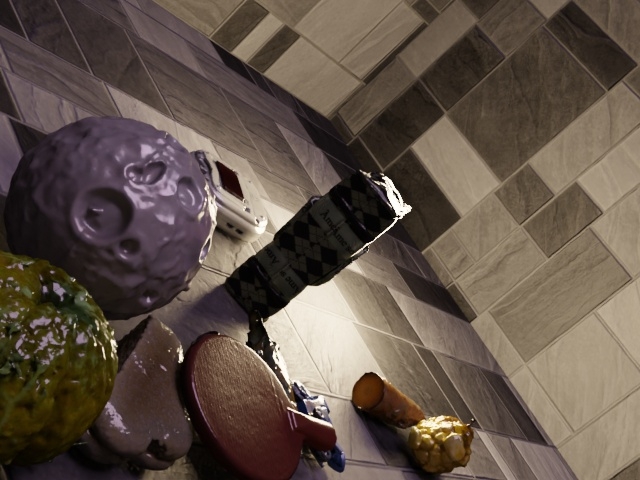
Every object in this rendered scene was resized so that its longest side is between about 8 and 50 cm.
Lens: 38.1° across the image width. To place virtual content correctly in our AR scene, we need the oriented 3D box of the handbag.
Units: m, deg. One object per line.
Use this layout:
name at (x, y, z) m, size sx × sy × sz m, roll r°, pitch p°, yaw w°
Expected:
handbag at (0.000, 0.000, 2.184) m, size 0.180 × 0.416 × 0.317 m, roll 52°, pitch 13°, yaw 1°

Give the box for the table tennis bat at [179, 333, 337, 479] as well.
table tennis bat at (-0.096, 0.298, 1.584) m, size 0.415 × 0.051 × 0.268 m, roll 33°, pitch 33°, yaw -52°

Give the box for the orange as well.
orange at (-0.393, 0.130, 1.171) m, size 0.300 × 0.223 × 0.301 m, roll 18°, pitch 29°, yaw -54°

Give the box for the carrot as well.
carrot at (0.184, 0.404, 2.261) m, size 0.263 × 0.102 × 0.102 m, roll 34°, pitch 21°, yaw -43°

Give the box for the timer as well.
timer at (-0.245, -0.119, 2.384) m, size 0.237 × 0.087 × 0.262 m, roll 35°, pitch 20°, yaw -35°

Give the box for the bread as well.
bread at (-0.269, 0.250, 1.440) m, size 0.183 × 0.102 × 0.337 m, roll 44°, pitch 17°, yaw -11°

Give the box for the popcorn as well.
popcorn at (0.288, 0.498, 2.236) m, size 0.194 × 0.163 × 0.140 m, roll 164°, pitch -88°, yaw -75°

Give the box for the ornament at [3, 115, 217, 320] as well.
ornament at (-0.337, -0.037, 1.492) m, size 0.337 × 0.337 × 0.337 m, roll 43°, pitch 17°, yaw -16°

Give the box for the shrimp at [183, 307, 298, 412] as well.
shrimp at (-0.155, 0.258, 1.777) m, size 0.272 × 0.085 × 0.445 m, roll 35°, pitch 24°, yaw -21°

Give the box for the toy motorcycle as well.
toy motorcycle at (-0.011, 0.371, 1.882) m, size 0.114 × 0.076 × 0.205 m, roll 42°, pitch 16°, yaw -45°
